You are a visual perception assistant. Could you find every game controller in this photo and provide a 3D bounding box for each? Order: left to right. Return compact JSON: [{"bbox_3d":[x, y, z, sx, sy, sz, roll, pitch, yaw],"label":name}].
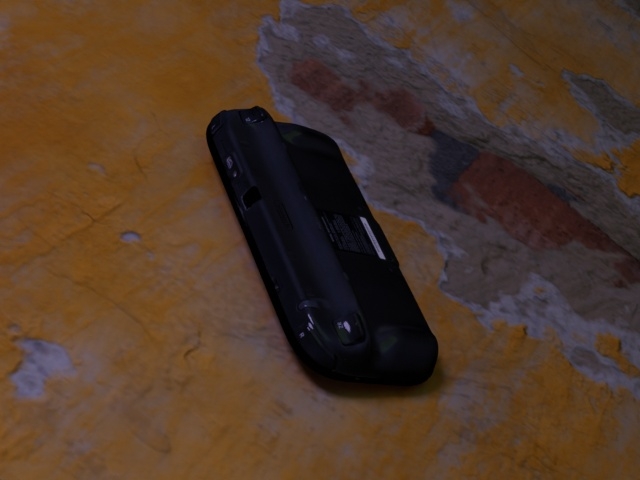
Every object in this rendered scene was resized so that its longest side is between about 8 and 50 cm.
[{"bbox_3d":[0.000,0.000,1.055,0.166,0.067,0.319,19,36,-45],"label":"game controller"}]
